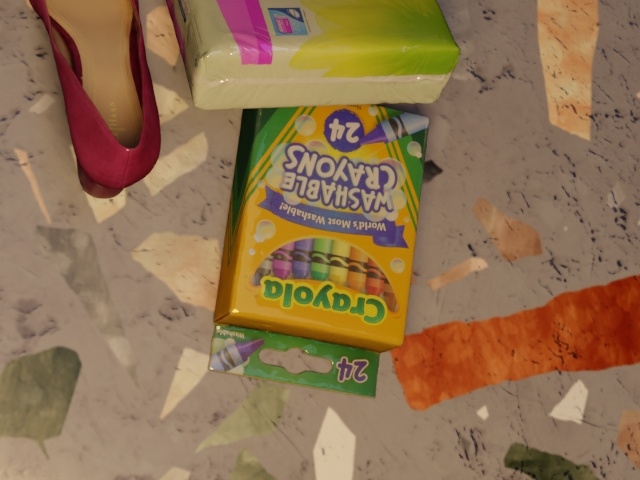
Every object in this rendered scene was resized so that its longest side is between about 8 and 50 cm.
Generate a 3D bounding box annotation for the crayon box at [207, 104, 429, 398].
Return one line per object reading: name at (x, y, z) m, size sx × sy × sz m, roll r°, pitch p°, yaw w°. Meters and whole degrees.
crayon box at (0.000, 0.000, 1.819) m, size 0.203 × 0.083 × 0.322 m, roll 11°, pitch 76°, yaw -15°

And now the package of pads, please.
package of pads at (-0.018, -0.257, 1.814) m, size 0.297 × 0.101 × 0.229 m, roll -2°, pitch 49°, yaw -19°

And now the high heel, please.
high heel at (-0.234, -0.238, 1.739) m, size 0.127 × 0.181 × 0.377 m, roll -11°, pitch 82°, yaw -20°
